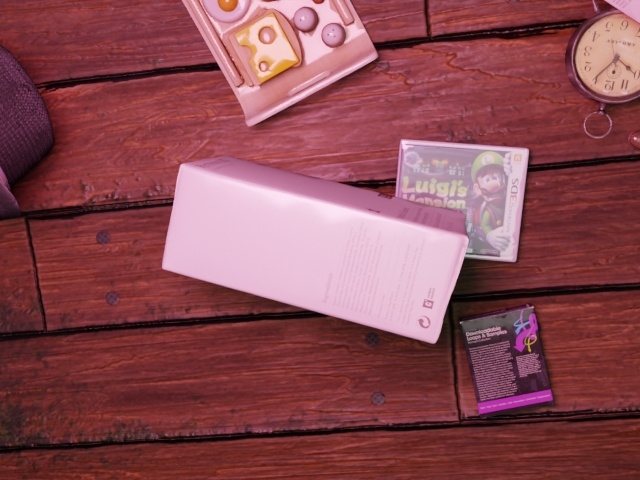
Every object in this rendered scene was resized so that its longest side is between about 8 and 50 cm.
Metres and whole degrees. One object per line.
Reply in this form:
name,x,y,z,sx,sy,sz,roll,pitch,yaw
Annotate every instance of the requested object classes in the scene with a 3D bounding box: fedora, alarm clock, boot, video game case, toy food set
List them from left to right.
fedora,-0.504,-0.197,1.135,0.152,0.334,0.334,-39,95,-23
toy food set,-0.085,-0.345,1.107,0.220,0.092,0.306,-27,100,10
video game case,0.208,-0.060,1.169,0.191,0.022,0.173,5,100,5
alarm clock,0.408,-0.239,1.094,0.129,0.064,0.192,12,98,4
boot,0.495,-0.132,1.078,0.107,0.114,0.037,11,101,4

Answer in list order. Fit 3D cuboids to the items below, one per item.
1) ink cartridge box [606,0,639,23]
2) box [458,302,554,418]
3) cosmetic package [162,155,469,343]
ink cartridge box,0.500,-0.353,1.017,0.237,0.100,0.172,33,75,0
box,0.287,0.186,1.202,0.116,0.029,0.162,-12,100,7
cosmetic package,0.000,0.000,1.093,0.385,0.217,0.156,16,102,6
